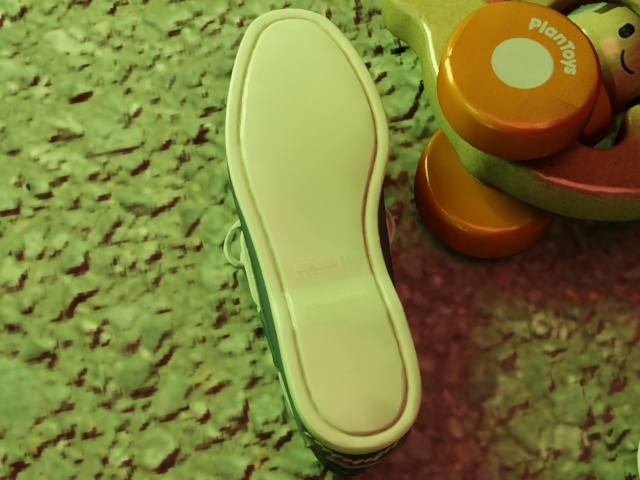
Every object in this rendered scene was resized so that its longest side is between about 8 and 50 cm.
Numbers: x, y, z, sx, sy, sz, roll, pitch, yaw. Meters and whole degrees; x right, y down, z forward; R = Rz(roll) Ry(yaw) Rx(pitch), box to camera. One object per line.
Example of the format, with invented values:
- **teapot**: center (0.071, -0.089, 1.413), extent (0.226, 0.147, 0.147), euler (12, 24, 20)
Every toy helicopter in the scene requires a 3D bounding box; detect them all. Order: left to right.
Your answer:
- **toy helicopter**: center (0.142, -0.171, 1.098), extent (0.235, 0.140, 0.355), euler (-11, 62, -10)

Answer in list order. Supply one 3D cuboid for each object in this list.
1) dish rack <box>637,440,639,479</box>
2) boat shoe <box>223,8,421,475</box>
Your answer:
- **dish rack**: center (0.349, 0.168, 1.011), extent (0.285, 0.072, 0.333), euler (-34, 75, -20)
- **boat shoe**: center (0.000, 0.000, 1.033), extent (0.095, 0.079, 0.254), euler (-11, 71, -14)
